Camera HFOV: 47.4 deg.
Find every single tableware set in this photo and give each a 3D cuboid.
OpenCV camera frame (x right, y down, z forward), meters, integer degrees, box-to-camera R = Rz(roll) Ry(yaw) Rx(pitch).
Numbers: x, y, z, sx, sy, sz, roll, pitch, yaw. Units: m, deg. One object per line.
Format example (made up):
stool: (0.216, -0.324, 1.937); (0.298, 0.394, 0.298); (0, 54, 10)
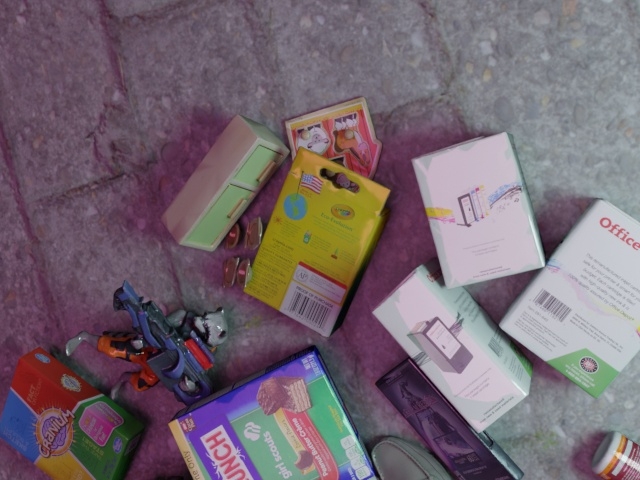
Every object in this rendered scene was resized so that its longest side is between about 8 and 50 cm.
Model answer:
tableware set: (-0.162, 0.026, 1.459); (0.168, 0.020, 0.141); (-5, 75, 59)

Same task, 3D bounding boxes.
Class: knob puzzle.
knob puzzle: (0.028, -0.162, 1.420); (0.213, 0.030, 0.213); (2, 96, 18)

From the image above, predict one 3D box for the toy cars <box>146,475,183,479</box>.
toy cars: (-0.362, 0.655, 1.596); (0.176, 0.087, 0.394); (45, 113, 46)

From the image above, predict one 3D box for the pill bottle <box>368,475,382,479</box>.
pill bottle: (0.038, 0.568, 1.433); (0.229, 0.131, 0.131); (-34, 84, 18)

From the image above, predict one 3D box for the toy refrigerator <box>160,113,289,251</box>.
toy refrigerator: (-0.189, -0.107, 1.446); (0.269, 0.102, 0.094); (-51, 57, 15)

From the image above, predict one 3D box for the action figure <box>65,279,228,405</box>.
action figure: (-0.346, 0.192, 1.501); (0.330, 0.178, 0.341); (-14, 121, 14)

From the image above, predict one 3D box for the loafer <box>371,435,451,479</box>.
loafer: (0.202, 0.491, 1.348); (0.319, 0.111, 0.112); (43, 107, 32)

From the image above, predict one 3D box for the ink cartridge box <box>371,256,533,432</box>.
ink cartridge box: (0.239, 0.174, 1.293); (0.115, 0.198, 0.273); (-44, 81, 17)

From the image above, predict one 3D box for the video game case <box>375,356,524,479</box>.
video game case: (0.226, 0.339, 1.336); (0.026, 0.196, 0.274); (-39, 81, -26)

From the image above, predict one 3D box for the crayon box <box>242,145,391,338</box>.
crayon box: (0.000, 0.000, 1.404); (0.202, 0.081, 0.319); (28, 110, 14)

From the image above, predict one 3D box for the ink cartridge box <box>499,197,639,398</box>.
ink cartridge box: (0.474, 0.092, 1.249); (0.201, 0.117, 0.278); (37, 106, 12)

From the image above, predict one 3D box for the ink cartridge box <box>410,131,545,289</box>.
ink cartridge box: (0.279, -0.055, 1.272); (0.168, 0.171, 0.233); (-15, 90, 19)

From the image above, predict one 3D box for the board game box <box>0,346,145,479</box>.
board game box: (-0.565, 0.425, 1.635); (0.316, 0.064, 0.242); (31, 115, 13)

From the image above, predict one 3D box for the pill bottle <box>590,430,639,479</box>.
pill bottle: (0.559, 0.406, 1.268); (0.152, 0.086, 0.086); (31, 104, 14)

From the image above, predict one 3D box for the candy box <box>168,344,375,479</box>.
candy box: (-0.095, 0.394, 1.421); (0.317, 0.122, 0.268); (-27, 86, 0)
